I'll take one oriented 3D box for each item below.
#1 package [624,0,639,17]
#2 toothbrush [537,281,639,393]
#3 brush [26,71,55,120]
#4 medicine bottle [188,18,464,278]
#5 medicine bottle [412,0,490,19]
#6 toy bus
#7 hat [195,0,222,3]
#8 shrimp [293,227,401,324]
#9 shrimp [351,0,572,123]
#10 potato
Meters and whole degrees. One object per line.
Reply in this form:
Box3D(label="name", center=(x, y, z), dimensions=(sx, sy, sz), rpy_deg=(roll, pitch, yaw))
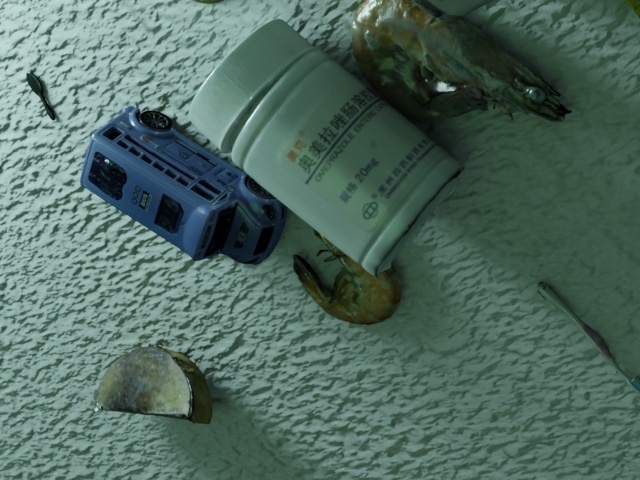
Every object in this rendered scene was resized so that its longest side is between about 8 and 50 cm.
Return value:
Box3D(label="package", center=(0.426, -0.313, 1.675), dimensions=(0.168, 0.090, 0.226), rpy_deg=(44, 133, -1))
Box3D(label="toothbrush", center=(0.362, 0.131, 2.008), dimensions=(0.204, 0.017, 0.022), rpy_deg=(45, 140, 2))
Box3D(label="brush", center=(-0.429, -0.222, 2.312), dimensions=(0.024, 0.008, 0.083), rpy_deg=(-18, 105, 36))
Box3D(label="medicine bottle", center=(0.006, -0.126, 1.975), dimensions=(0.332, 0.190, 0.190), rpy_deg=(39, 129, 7))
Box3D(label="medicine bottle", center=(0.216, -0.379, 1.720), dimensions=(0.273, 0.165, 0.165), rpy_deg=(-27, 100, 38))
Box3D(label="toy bus", center=(-0.197, -0.066, 2.172), dimensions=(0.292, 0.133, 0.125), rpy_deg=(32, 127, 14))
Box3D(label="hat", center=(-0.180, -0.380, 2.030), dimensions=(0.146, 0.067, 0.146), rpy_deg=(15, 122, 25))
Box3D(label="shrimp", center=(0.000, 0.000, 2.142), dimensions=(0.169, 0.058, 0.296), rpy_deg=(-24, 105, 41))
Box3D(label="shrimp", center=(0.167, -0.207, 1.917), dimensions=(0.317, 0.062, 0.164), rpy_deg=(31, 132, 19))
Box3D(label="potato", center=(-0.242, 0.233, 2.416), dimensions=(0.261, 0.100, 0.120), rpy_deg=(0, 77, 47))
